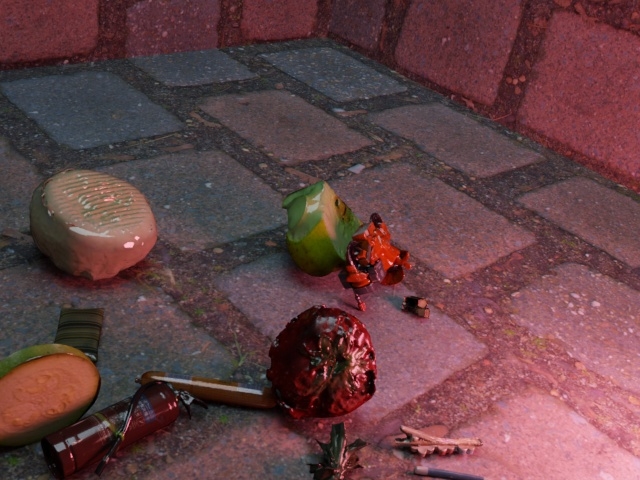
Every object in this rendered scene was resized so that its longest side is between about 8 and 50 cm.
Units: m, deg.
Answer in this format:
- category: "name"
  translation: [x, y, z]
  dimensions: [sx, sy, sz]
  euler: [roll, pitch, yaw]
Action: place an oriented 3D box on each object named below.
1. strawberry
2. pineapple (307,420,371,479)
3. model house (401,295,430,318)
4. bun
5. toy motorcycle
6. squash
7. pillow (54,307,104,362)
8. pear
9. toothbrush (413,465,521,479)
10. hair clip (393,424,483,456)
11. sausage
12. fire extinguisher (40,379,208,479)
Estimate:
- category: "strawberry"
  translation: [-0.002, 0.290, 1.690]
  dimensions: [0.274, 0.274, 0.220]
  euler: [2, 2, -14]
- category: "pineapple"
  translation: [0.037, 0.507, 1.487]
  dimensions: [0.130, 0.119, 0.277]
  euler: [-5, 28, 10]
- category: "model house"
  translation: [0.289, 0.196, 2.115]
  dimensions: [0.083, 0.057, 0.058]
  euler: [9, 0, 34]
- category: "bun"
  translation: [-0.652, -0.036, 2.043]
  dimensions: [0.360, 0.211, 0.359]
  euler: [15, 36, -12]
- category: "toy motorcycle"
  translation: [0.159, 0.062, 2.124]
  dimensions: [0.148, 0.221, 0.325]
  euler: [-17, 16, 29]
- category: "squash"
  translation: [-0.575, 0.314, 1.470]
  dimensions: [0.252, 0.252, 0.049]
  euler: [-14, 42, -34]
- category: "pillow"
  translation: [-0.601, 0.235, 1.786]
  dimensions: [0.113, 0.038, 0.203]
  euler: [1, 33, -10]
- category: "pear"
  translation: [0.000, 0.000, 2.198]
  dimensions: [0.176, 0.286, 0.282]
  euler: [-22, 47, 25]
- category: "toothbrush"
  translation: [0.346, 0.535, 1.621]
  dimensions: [0.276, 0.019, 0.025]
  euler: [10, 27, -2]
- category: "hair clip"
  translation: [0.274, 0.475, 1.671]
  dimensions: [0.214, 0.056, 0.062]
  euler: [13, 15, -13]
- category: "sausage"
  translation: [-0.262, 0.351, 1.692]
  dimensions: [0.348, 0.053, 0.053]
  euler: [9, 32, -4]
- category: "fire extinguisher"
  translation: [-0.406, 0.396, 1.536]
  dimensions: [0.341, 0.105, 0.141]
  euler: [-21, 59, -39]
